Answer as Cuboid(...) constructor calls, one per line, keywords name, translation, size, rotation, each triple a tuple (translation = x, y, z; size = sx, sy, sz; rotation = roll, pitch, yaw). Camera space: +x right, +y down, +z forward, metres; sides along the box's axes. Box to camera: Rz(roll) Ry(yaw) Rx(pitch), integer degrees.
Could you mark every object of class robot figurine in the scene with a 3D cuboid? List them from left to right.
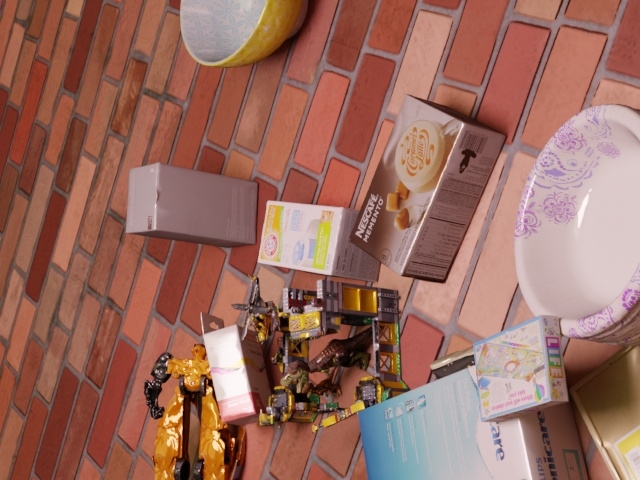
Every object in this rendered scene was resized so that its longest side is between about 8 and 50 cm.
Cuboid(name="robot figurine", translation=(-0.225, 0.336, 2.000), size=(0.211, 0.085, 0.291), rotation=(0, 80, 18))

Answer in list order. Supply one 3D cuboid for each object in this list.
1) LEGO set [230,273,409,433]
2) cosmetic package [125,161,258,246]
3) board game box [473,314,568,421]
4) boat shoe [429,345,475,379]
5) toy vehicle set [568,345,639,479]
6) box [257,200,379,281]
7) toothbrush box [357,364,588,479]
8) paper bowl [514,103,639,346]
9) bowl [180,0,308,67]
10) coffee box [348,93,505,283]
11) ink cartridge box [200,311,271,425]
Cuboid(name="LEGO set", translation=(-0.024, 0.182, 1.743), size=(0.331, 0.192, 0.255), rotation=(-3, 80, 50))
Cuboid(name="cosmetic package", translation=(-0.234, -0.061, 2.006), size=(0.107, 0.238, 0.127), rotation=(-7, 77, 49))
Cuboid(name="board game box", translation=(0.243, 0.160, 1.338), size=(0.154, 0.026, 0.103), rotation=(144, 127, -60))
Cuboid(name="boat shoe", translation=(0.220, 0.174, 1.575), size=(0.133, 0.049, 0.042), rotation=(-29, 89, 35))
Cuboid(name="toy vehicle set", translation=(0.419, 0.241, 1.292), size=(0.166, 0.035, 0.267), rotation=(-43, 46, 26))
Cuboid(name="box", translation=(0.000, 0.000, 1.821), size=(0.203, 0.103, 0.114), rotation=(9, 89, 50))
Cuboid(name="toothbrush box", translation=(0.205, 0.303, 1.498), size=(0.295, 0.126, 0.216), rotation=(-32, 58, 42))
Cuboid(name="paper bowl", translation=(0.373, -0.013, 1.318), size=(0.284, 0.148, 0.284), rotation=(-168, 90, -67))
Cuboid(name="bowl", translation=(-0.117, -0.446, 2.011), size=(0.289, 0.156, 0.289), rotation=(-12, 74, 48))
Cuboid(name="coffee box", translation=(0.158, -0.078, 1.654), size=(0.141, 0.098, 0.246), rotation=(37, 110, 47))
Cuboid(name="ink cartridge box", translation=(-0.144, 0.217, 1.899), size=(0.067, 0.115, 0.198), rotation=(-18, 75, 12))
